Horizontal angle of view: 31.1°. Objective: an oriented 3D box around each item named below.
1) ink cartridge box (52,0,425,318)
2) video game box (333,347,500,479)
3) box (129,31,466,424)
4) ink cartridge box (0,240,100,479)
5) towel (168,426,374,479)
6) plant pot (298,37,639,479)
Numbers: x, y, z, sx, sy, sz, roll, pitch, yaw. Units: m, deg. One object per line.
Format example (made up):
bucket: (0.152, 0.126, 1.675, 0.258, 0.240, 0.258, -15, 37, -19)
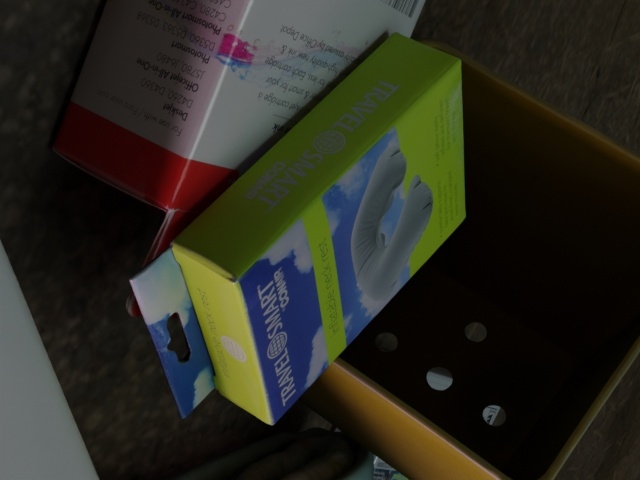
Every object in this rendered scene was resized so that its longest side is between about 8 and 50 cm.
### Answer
ink cartridge box: (-0.031, -0.082, 0.527, 0.134, 0.078, 0.231, 10, 105, -59)
video game box: (0.060, 0.188, 0.925, 0.205, 0.048, 0.187, 26, 90, -60)
box: (0.000, 0.000, 0.521, 0.178, 0.042, 0.109, -45, 147, -28)
ink cartridge box: (-0.205, 0.088, 0.361, 0.261, 0.066, 0.296, -41, 136, -35)
towel: (-0.083, 0.300, 0.660, 0.374, 0.090, 0.320, -11, 109, -59)
plant pot: (0.082, 0.047, 0.702, 0.212, 0.212, 0.187, -48, 159, -24)
